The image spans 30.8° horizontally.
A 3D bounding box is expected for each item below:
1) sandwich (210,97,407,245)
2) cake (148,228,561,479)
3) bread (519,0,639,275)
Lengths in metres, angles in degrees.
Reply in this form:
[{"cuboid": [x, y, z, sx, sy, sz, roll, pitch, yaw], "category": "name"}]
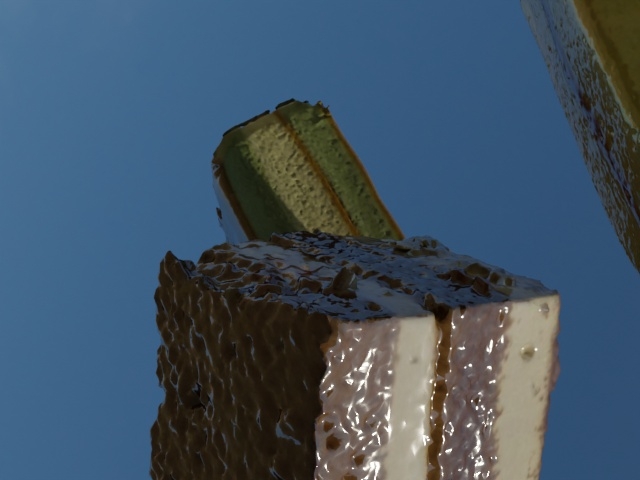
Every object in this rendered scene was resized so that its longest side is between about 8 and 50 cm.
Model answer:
[{"cuboid": [0.000, 0.000, 1.236, 0.155, 0.227, 0.198, -28, -136, -14], "category": "sandwich"}, {"cuboid": [0.028, 0.132, 1.026, 0.256, 0.290, 0.282, 23, -64, 48], "category": "cake"}, {"cuboid": [0.186, -0.123, 0.797, 0.163, 0.167, 0.264, 13, -117, 17], "category": "bread"}]
